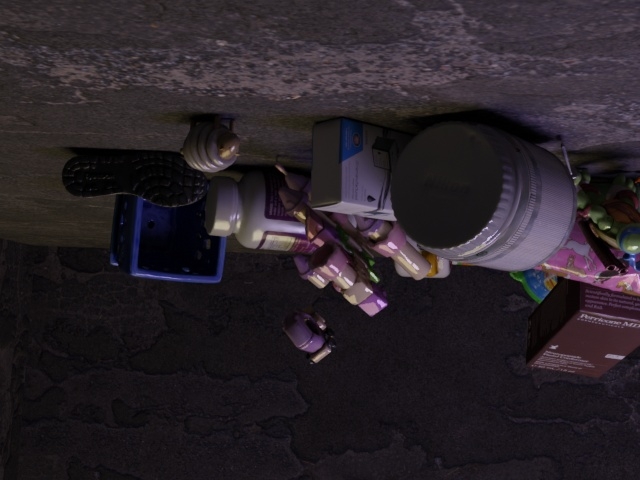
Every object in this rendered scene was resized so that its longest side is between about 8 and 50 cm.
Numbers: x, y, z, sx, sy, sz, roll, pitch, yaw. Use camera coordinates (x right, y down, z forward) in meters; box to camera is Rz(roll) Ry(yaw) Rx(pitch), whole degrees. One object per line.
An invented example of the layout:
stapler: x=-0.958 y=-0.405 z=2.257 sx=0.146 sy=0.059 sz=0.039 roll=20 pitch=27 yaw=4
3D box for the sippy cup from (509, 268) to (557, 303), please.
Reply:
sippy cup: x=0.732 y=0.068 z=2.640 sx=0.305 sy=0.240 sz=0.224 roll=-35 pitch=170 yaw=-14

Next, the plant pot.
plant pot: x=-0.367 y=-0.030 z=2.100 sx=0.235 sy=0.236 sz=0.212 roll=6 pitch=180 yaw=-33

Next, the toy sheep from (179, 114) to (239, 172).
toy sheep: x=-0.181 y=-0.154 z=1.451 sx=0.132 sy=0.091 sz=0.091 roll=-3 pitch=172 yaw=45

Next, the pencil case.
pencil case: x=0.496 y=-0.011 z=1.782 sx=0.386 sy=0.167 sz=0.160 roll=18 pitch=-165 yaw=8

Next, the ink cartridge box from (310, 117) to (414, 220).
ink cartridge box: x=0.080 y=-0.113 z=1.471 sx=0.190 sy=0.140 sz=0.082 roll=7 pitch=171 yaw=-39

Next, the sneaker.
sneaker: x=-0.364 y=-0.134 z=1.800 sx=0.283 sy=0.107 sz=0.124 roll=6 pitch=-171 yaw=0

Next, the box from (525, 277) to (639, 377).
box: x=0.613 y=0.183 z=2.022 sx=0.191 sy=0.143 sz=0.381 roll=9 pitch=152 yaw=0

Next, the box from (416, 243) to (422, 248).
box: x=0.302 y=-0.051 z=1.931 sx=0.180 sy=0.147 sz=0.077 roll=2 pitch=175 yaw=11

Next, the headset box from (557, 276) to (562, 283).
headset box: x=0.710 y=0.052 z=2.181 sx=0.283 sy=0.246 sz=0.131 roll=0 pitch=134 yaw=18

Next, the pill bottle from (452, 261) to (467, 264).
pill bottle: x=0.477 y=0.003 z=2.423 sx=0.245 sy=0.136 sz=0.136 roll=2 pitch=174 yaw=3

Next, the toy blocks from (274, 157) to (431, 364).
toy blocks: x=0.000 y=0.000 z=1.686 sx=0.260 sy=0.309 sz=0.289 roll=41 pitch=-162 yaw=-26

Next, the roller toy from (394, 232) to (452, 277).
roller toy: x=0.261 y=-0.005 z=2.181 sx=0.146 sy=0.191 sz=0.209 roll=2 pitch=176 yaw=12

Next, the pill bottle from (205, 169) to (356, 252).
pill bottle: x=-0.087 y=-0.062 z=1.905 sx=0.301 sy=0.169 sz=0.169 roll=5 pitch=174 yaw=-18

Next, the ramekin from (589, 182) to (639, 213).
ramekin: x=0.596 y=-0.030 z=1.989 sx=0.303 sy=0.148 sz=0.303 roll=3 pitch=174 yaw=0

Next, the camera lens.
camera lens: x=0.268 y=-0.067 z=1.437 sx=0.219 sy=0.220 sz=0.274 roll=-2 pitch=173 yaw=38

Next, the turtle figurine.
turtle figurine: x=0.533 y=-0.100 z=1.584 sx=0.197 sy=0.275 sz=0.266 roll=-23 pitch=-167 yaw=7

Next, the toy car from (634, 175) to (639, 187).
toy car: x=0.667 y=-0.121 z=1.722 sx=0.122 sy=0.060 sz=0.041 roll=-12 pitch=137 yaw=-28
